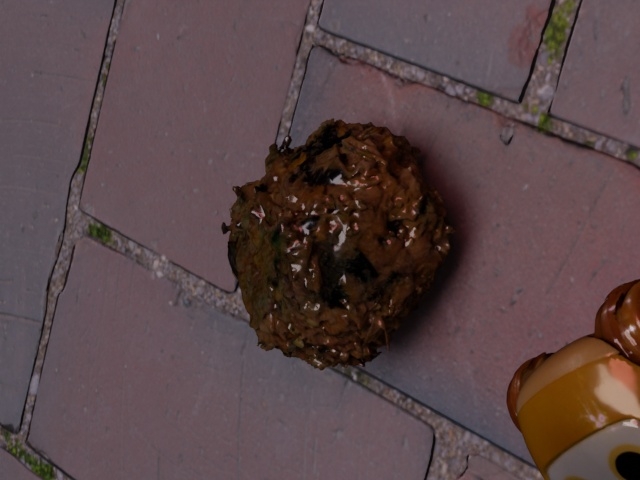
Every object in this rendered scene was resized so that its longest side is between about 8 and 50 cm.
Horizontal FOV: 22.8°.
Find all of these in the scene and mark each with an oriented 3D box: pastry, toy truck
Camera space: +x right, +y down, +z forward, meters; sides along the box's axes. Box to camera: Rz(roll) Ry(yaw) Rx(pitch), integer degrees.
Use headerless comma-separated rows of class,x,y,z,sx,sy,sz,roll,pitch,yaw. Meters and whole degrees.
pastry,0.000,0.000,1.634,0.275,0.193,0.275,2,94,44
toy truck,0.309,0.158,1.303,0.204,0.288,0.211,-47,47,50
